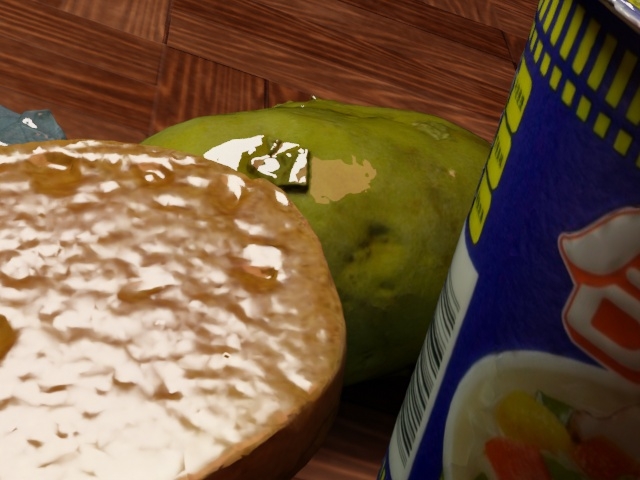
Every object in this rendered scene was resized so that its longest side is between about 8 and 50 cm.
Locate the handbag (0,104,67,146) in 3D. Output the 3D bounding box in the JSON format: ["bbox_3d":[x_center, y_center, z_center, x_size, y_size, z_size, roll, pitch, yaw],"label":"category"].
[{"bbox_3d":[-0.232,-0.050,0.848,0.229,0.062,0.179,25,23,4],"label":"handbag"}]

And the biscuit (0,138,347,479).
[{"bbox_3d":[-0.165,0.037,0.658,0.343,0.057,0.287,-16,49,-28],"label":"biscuit"}]

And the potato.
[{"bbox_3d":[0.000,0.000,0.847,0.253,0.149,0.186,5,11,-18],"label":"potato"}]

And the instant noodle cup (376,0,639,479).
[{"bbox_3d":[0.162,0.047,0.692,0.284,0.312,0.284,19,28,-10],"label":"instant noodle cup"}]
